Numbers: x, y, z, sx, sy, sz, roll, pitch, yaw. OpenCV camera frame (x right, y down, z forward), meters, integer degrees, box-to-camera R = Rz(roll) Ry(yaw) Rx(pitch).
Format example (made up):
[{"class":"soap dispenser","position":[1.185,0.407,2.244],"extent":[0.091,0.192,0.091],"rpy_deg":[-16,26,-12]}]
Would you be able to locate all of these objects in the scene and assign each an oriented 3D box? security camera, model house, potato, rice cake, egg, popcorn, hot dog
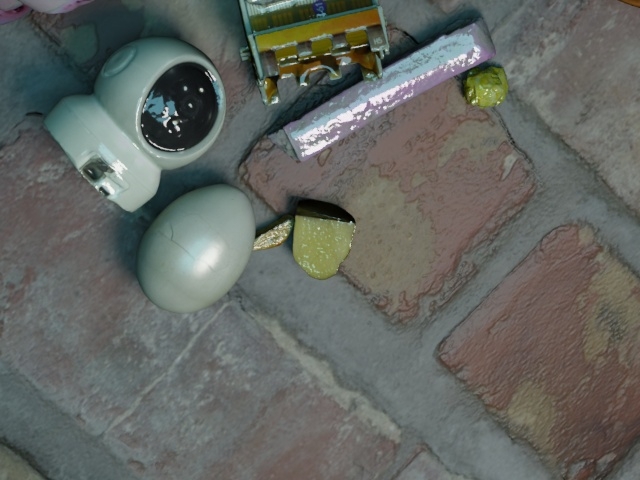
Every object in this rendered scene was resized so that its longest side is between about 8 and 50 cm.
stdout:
[{"class":"security camera","position":[-0.245,-0.178,1.836],"extent":[0.236,0.194,0.194],"rpy_deg":[-41,104,-1]},{"class":"model house","position":[-0.015,-0.324,1.812],"extent":[0.224,0.198,0.215],"rpy_deg":[-14,86,-2]},{"class":"potato","position":[0.000,0.000,1.964],"extent":[0.096,0.066,0.103],"rpy_deg":[17,106,4]},{"class":"rice cake","position":[0.092,-0.221,1.926],"extent":[0.365,0.056,0.073],"rpy_deg":[-29,103,1]},{"class":"egg","position":[-0.179,0.009,1.902],"extent":[0.151,0.151,0.209],"rpy_deg":[35,93,-13]},{"class":"popcorn","position":[0.248,-0.227,1.941],"extent":[0.083,0.068,0.060],"rpy_deg":[-28,118,-32]},{"class":"hot dog","position":[-0.074,-0.005,1.971],"extent":[0.090,0.030,0.034],"rpy_deg":[-30,109,1]}]

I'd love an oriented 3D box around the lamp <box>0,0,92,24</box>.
[{"class":"lamp","position":[-0.389,-0.383,1.733],"extent":[0.247,0.301,0.247],"rpy_deg":[18,82,-49]}]

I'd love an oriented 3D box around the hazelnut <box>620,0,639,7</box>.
[{"class":"hazelnut","position":[0.494,-0.494,1.791],"extent":[0.372,0.315,0.372],"rpy_deg":[-1,87,23]}]
